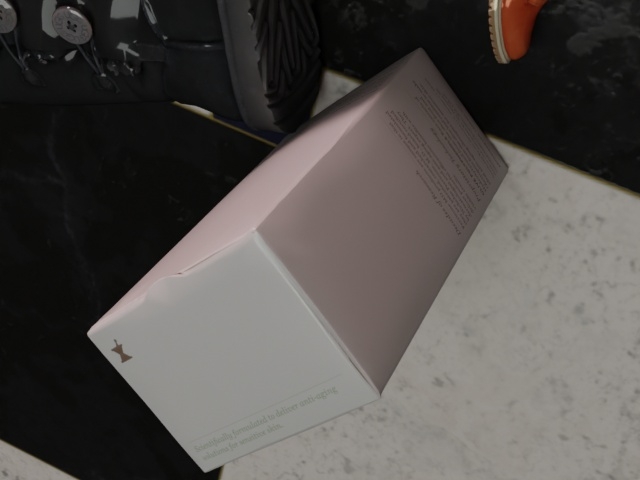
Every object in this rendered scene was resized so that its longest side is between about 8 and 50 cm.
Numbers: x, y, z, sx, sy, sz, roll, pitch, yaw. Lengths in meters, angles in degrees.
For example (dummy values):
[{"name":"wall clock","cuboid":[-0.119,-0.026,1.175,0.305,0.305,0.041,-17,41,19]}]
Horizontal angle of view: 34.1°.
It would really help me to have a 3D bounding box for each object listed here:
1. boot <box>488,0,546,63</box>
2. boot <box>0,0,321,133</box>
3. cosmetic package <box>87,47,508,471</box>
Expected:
[{"name":"boot","cuboid":[0.183,-0.214,0.850,0.084,0.059,0.158,13,124,12]},{"name":"boot","cuboid":[-0.234,-0.289,0.962,0.445,0.146,0.367,12,123,24]},{"name":"cosmetic package","cuboid":[0.000,0.000,0.876,0.197,0.365,0.155,-29,105,37]}]
